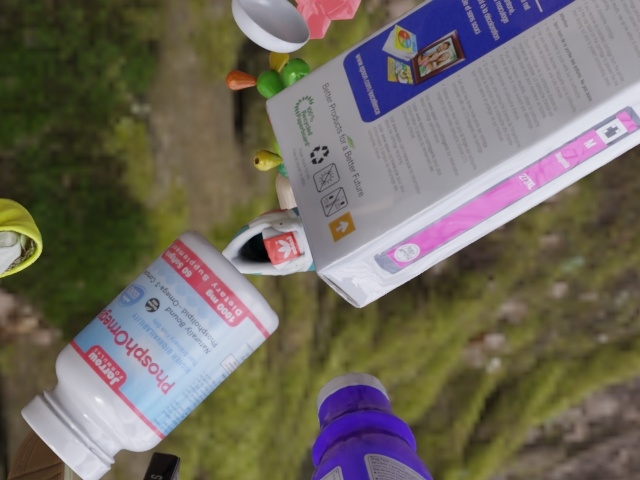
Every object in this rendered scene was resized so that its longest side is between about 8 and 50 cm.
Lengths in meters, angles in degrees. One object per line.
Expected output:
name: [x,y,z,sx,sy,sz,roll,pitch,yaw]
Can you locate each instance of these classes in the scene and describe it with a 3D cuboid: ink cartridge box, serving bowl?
ink cartridge box: [0.141,-0.118,1.329,0.371,0.175,0.069,-33,136,17]
serving bowl: [-0.052,-0.206,1.843,0.083,0.083,0.027,6,134,-44]

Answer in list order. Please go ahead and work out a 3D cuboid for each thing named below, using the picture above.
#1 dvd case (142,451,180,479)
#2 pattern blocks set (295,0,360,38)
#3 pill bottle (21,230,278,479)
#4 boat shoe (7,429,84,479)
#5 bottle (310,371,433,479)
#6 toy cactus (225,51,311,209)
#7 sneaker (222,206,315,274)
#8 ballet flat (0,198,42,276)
dvd case: [-0.156,0.325,1.640,0.030,0.238,0.179,10,-151,3]
pattern blocks set: [0.089,-0.358,1.977,0.285,0.324,0.026,1,-158,8]
pill bottle: [-0.110,0.076,1.237,0.160,0.087,0.087,-45,173,-6]
boat shoe: [-0.284,0.337,2.138,0.104,0.285,0.089,-26,146,36]
bottle: [0.049,0.228,1.667,0.092,0.283,0.118,-41,124,19]
toy cactus: [-0.032,-0.095,1.981,0.112,0.180,0.219,-5,-161,-7]
sneaker: [0.000,0.000,1.429,0.161,0.057,0.075,-10,-169,33]
ballet flat: [-0.332,0.025,1.598,0.231,0.077,0.077,-21,-140,-29]
